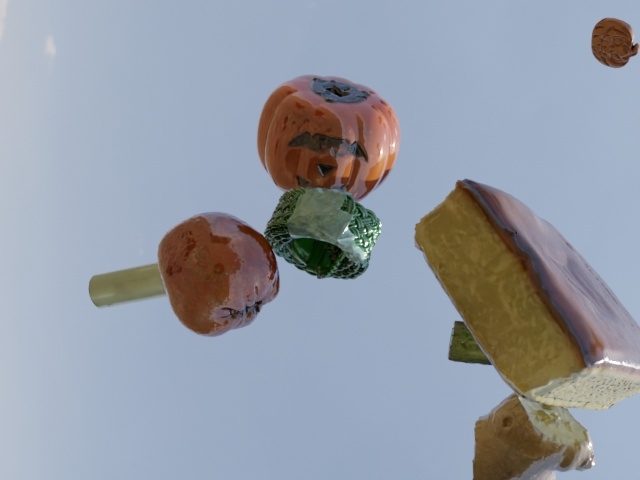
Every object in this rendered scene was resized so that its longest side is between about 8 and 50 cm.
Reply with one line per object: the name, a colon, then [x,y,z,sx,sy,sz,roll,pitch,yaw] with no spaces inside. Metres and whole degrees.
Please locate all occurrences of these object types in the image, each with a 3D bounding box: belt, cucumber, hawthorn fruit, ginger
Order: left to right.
hawthorn fruit: [-0.114,0.030,0.899,0.138,0.132,0.133,46,-48,20]
belt: [0.000,0.000,0.943,0.151,0.121,0.079,-10,-132,51]
cucumber: [0.329,0.180,1.392,0.062,0.211,0.078,-1,96,-77]
ginger: [0.372,0.381,1.430,0.130,0.221,0.276,-74,151,-45]

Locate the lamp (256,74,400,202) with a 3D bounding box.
lamp: [0.008,-0.125,1.061,0.188,0.187,0.164,53,-43,47]

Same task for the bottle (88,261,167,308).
bottle: [-0.350,0.084,1.570,0.201,0.072,0.072,-11,-104,21]

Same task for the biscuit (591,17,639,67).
biscuit: [0.462,-0.308,1.265,0.078,0.015,0.091,28,-26,33]

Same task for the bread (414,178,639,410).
bread: [0.320,0.087,1.166,0.143,0.333,0.324,-44,-123,22]
